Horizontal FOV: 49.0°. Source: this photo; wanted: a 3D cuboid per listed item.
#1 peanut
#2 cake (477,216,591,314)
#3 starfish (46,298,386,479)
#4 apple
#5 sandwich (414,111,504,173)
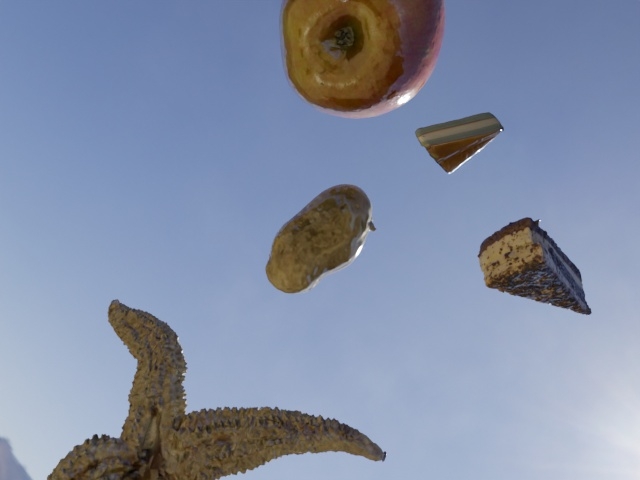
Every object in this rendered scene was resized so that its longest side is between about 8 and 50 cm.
[{"bbox_3d":[0.000,0.000,1.211,0.129,0.224,0.129,51,-1,1],"label":"peanut"},{"bbox_3d":[0.404,0.069,1.342,0.135,0.112,0.246,-23,-42,29],"label":"cake"},{"bbox_3d":[-0.144,0.230,0.582,0.301,0.293,0.084,26,-22,16],"label":"starfish"},{"bbox_3d":[0.070,-0.344,1.192,0.301,0.301,0.301,34,-35,29],"label":"apple"},{"bbox_3d":[0.315,-0.248,1.594,0.113,0.163,0.079,35,25,-41],"label":"sandwich"}]
